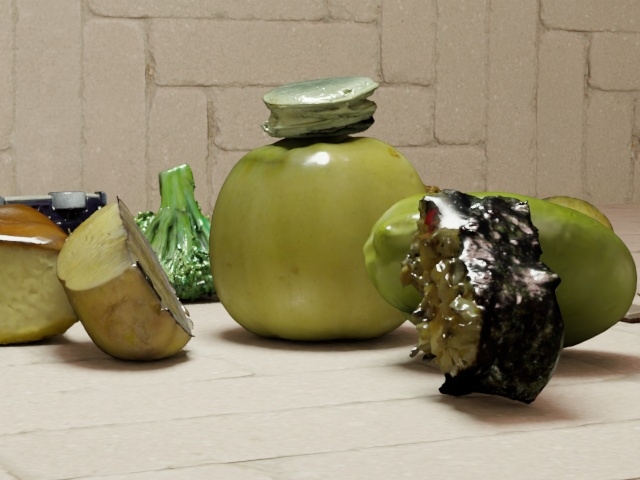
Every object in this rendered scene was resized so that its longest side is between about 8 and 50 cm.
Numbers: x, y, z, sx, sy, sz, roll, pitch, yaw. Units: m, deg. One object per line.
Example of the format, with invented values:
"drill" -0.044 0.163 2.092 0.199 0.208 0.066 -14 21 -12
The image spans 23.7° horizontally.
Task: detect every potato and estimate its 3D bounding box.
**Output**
"potato" -0.208 0.060 1.633 0.098 0.138 0.243 -33 22 1

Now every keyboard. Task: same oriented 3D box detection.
"keyboard" 0.365 0.088 1.957 0.055 0.017 0.166 -7 7 -27

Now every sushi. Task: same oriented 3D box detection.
"sushi" 0.139 0.054 1.376 0.115 0.147 0.212 3 42 -11

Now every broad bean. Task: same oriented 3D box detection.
"broad bean" 0.182 0.034 1.573 0.291 0.119 0.238 13 -34 -15

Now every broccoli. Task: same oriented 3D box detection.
"broccoli" -0.189 -0.014 2.127 0.194 0.194 0.220 0 10 5

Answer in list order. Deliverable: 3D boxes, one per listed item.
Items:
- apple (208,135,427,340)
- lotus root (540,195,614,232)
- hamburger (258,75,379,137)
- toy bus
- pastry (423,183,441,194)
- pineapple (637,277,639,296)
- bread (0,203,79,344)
"apple" 0.000 0.000 1.744 0.262 0.262 0.262 0 5 0
"lotus root" 0.341 0.006 2.226 0.154 0.154 0.278 0 0 -1
"hamburger" 0.000 -0.150 1.738 0.133 0.062 0.140 -16 16 -30
"toy bus" -0.475 0.002 2.226 0.179 0.143 0.305 1 5 45
"pastry" 0.067 -0.016 2.142 0.274 0.193 0.275 -1 6 0
"pineapple" 0.444 -0.052 1.716 0.169 0.341 0.169 2 1 0
"bread" -0.463 0.037 1.795 0.323 0.143 0.333 -2 6 -19
